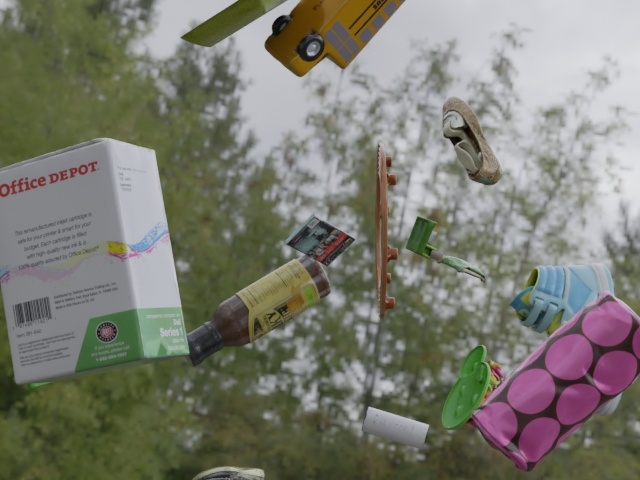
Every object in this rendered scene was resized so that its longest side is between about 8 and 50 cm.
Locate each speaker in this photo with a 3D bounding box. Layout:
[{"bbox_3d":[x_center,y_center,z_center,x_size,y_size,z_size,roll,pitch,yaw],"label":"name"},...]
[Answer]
[{"bbox_3d":[0.159,0.395,2.613,0.136,0.055,0.055,15,-16,8],"label":"speaker"}]

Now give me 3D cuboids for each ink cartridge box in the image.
[{"bbox_3d":[-0.299,0.030,1.588,0.201,0.278,0.117,-13,-7,24],"label":"ink cartridge box"}]

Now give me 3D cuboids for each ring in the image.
[{"bbox_3d":[0.125,-0.018,2.365,0.032,0.336,0.336,1,-17,0],"label":"ring"}]

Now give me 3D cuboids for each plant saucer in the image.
[{"bbox_3d":[-0.136,-0.412,2.240,0.188,0.188,0.045,-26,-79,29],"label":"plant saucer"}]

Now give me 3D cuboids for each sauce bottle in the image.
[{"bbox_3d":[-0.143,0.154,2.653,0.344,0.111,0.111,-31,-11,-12],"label":"sauce bottle"}]

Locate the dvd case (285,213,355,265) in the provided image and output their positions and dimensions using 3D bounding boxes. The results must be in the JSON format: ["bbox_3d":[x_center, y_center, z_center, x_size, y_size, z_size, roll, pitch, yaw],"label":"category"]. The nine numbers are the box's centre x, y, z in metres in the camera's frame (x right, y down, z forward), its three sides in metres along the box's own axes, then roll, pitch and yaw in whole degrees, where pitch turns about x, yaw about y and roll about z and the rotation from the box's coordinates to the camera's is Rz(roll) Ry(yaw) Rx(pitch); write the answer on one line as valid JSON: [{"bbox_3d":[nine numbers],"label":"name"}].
[{"bbox_3d":[0.000,0.000,2.502,0.119,0.013,0.087,28,-62,-37],"label":"dvd case"}]

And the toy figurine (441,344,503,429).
[{"bbox_3d":[0.310,0.284,2.106,0.159,0.173,0.130,32,-47,-13],"label":"toy figurine"}]

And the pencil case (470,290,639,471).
[{"bbox_3d":[0.263,0.154,1.313,0.098,0.209,0.095,50,0,-28],"label":"pencil case"}]

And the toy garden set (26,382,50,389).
[{"bbox_3d":[-0.429,0.130,2.130,0.244,0.204,0.049,-13,-7,-42],"label":"toy garden set"}]

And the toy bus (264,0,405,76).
[{"bbox_3d":[0.053,-0.436,2.283,0.108,0.332,0.130,42,2,42],"label":"toy bus"}]

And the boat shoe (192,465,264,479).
[{"bbox_3d":[-0.156,0.429,2.190,0.152,0.049,0.056,6,-36,-40],"label":"boat shoe"}]

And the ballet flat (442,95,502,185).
[{"bbox_3d":[0.271,-0.191,2.332,0.067,0.206,0.073,-3,-38,-40],"label":"ballet flat"}]

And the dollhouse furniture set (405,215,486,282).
[{"bbox_3d":[0.211,0.013,2.047,0.152,0.058,0.076,23,1,-33],"label":"dollhouse furniture set"}]

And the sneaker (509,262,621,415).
[{"bbox_3d":[0.478,0.191,2.459,0.208,0.319,0.127,5,-28,-15],"label":"sneaker"}]
